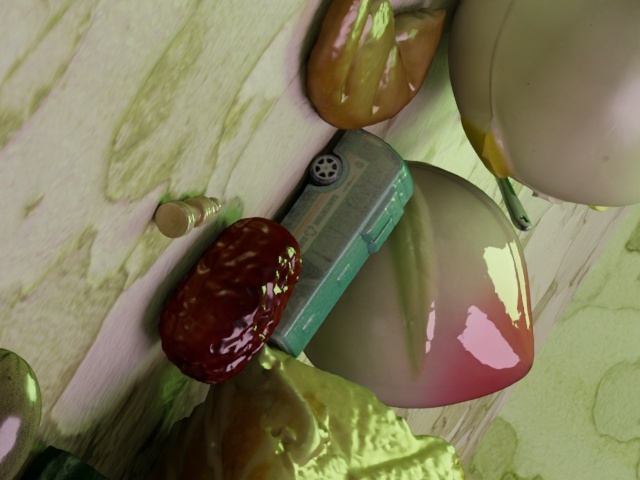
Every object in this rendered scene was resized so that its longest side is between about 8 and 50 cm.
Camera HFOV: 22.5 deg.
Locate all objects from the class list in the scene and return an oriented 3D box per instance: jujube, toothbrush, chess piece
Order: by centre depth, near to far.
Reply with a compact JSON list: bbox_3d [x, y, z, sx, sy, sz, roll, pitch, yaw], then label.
[{"bbox_3d":[-0.117,-0.026,1.506,0.035,0.035,0.092,-65,164,20],"label":"chess piece"},{"bbox_3d":[-0.086,0.058,1.609,0.176,0.109,0.112,-55,-164,-18],"label":"jujube"},{"bbox_3d":[0.226,-0.100,2.030,0.304,0.030,0.030,-101,-152,-56],"label":"toothbrush"}]

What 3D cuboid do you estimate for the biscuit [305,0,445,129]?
[{"bbox_3d":[0.052,-0.184,1.677,0.154,0.045,0.299,-61,162,14],"label":"biscuit"}]

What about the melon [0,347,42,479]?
[{"bbox_3d":[-0.273,0.147,1.276,0.130,0.098,0.098,-56,162,3],"label":"melon"}]

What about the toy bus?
[{"bbox_3d":[0.000,0.000,1.750,0.261,0.109,0.091,-55,156,-13],"label":"toy bus"}]

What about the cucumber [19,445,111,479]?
[{"bbox_3d":[-0.231,0.296,1.535,0.130,0.191,0.191,-52,161,-16],"label":"cucumber"}]

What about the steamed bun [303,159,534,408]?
[{"bbox_3d":[0.131,0.071,1.915,0.309,0.309,0.309,-50,160,-25],"label":"steamed bun"}]

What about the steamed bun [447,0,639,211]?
[{"bbox_3d":[0.318,-0.203,1.885,0.374,0.334,0.334,17,107,-41],"label":"steamed bun"}]

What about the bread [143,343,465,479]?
[{"bbox_3d":[-0.057,0.372,1.684,0.371,0.279,0.390,-47,-158,41],"label":"bread"}]
